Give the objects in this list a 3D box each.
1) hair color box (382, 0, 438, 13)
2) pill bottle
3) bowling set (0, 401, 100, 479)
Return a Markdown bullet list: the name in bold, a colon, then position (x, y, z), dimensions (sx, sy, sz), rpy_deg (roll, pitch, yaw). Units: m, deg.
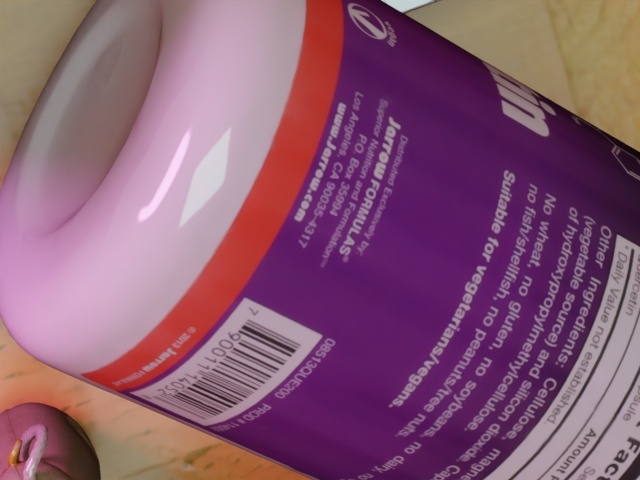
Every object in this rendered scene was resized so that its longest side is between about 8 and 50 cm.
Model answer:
- **hair color box**: position (-0.015, -0.129, 0.841), dimensions (0.167, 0.053, 0.093), rpy_deg (-20, 97, -5)
- **pill bottle**: position (0.043, 0.019, 0.780), dimensions (0.323, 0.181, 0.181), rpy_deg (27, 91, -27)
- **bowling set**: position (-0.171, 0.134, 0.792), dimensions (0.200, 0.154, 0.287), rpy_deg (-34, 99, -4)
